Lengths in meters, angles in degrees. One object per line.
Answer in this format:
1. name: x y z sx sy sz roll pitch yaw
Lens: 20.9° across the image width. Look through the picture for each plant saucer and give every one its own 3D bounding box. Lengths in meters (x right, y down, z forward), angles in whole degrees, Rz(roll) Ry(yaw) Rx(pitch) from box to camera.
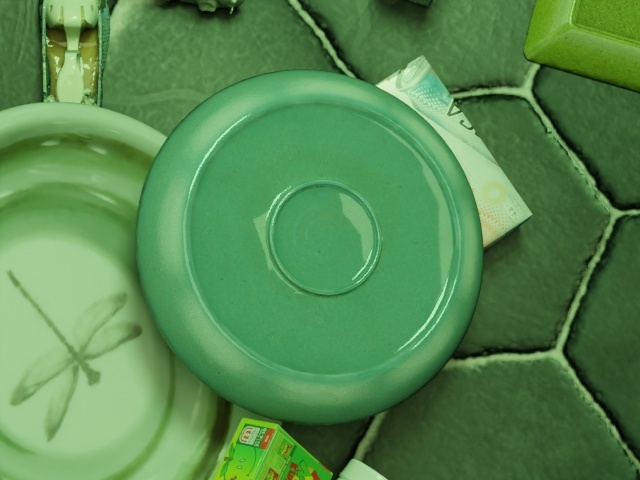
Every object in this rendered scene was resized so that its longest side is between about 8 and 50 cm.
1. plant saucer: 0.000 0.000 1.502 0.318 0.044 0.317 3 79 -16
2. plant saucer: 0.308 -0.241 1.656 0.188 0.045 0.188 16 79 -3
3. plant saucer: -0.209 0.084 1.473 0.400 0.100 0.400 16 65 -38

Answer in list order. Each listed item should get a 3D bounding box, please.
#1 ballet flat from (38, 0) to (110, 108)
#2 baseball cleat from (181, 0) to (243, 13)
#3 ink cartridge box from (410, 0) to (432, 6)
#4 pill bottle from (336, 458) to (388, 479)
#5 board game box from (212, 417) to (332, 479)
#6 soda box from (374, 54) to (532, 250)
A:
1. ballet flat: -0.225 -0.176 1.582 0.070 0.070 0.188 -4 81 -6
2. baseball cleat: -0.158 -0.286 1.603 0.206 0.072 0.109 19 64 -12
3. ink cartridge box: 0.108 -0.323 1.618 0.062 0.104 0.181 19 79 -3
4. pill bottle: 0.006 0.279 1.517 0.094 0.094 0.169 36 79 1
5. board game box: -0.064 0.251 1.453 0.092 0.043 0.181 47 60 -42
6. soda box: 0.117 -0.076 1.604 0.063 0.058 0.183 -34 86 -10
